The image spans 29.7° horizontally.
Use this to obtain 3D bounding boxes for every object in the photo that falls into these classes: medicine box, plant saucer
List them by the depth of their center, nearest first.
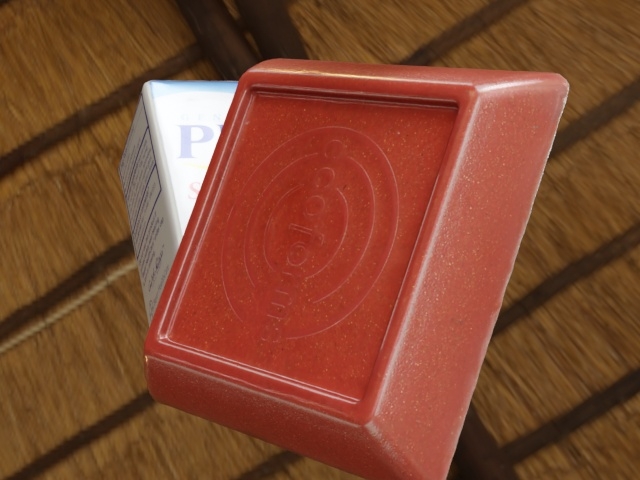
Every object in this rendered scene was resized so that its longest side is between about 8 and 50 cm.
[{"bbox_3d":[0.000,0.000,0.751,0.048,0.259,0.258,27,-102,-46],"label":"plant saucer"},{"bbox_3d":[-0.042,-0.006,1.210,0.264,0.289,0.149,-2,-31,-22],"label":"medicine box"}]
